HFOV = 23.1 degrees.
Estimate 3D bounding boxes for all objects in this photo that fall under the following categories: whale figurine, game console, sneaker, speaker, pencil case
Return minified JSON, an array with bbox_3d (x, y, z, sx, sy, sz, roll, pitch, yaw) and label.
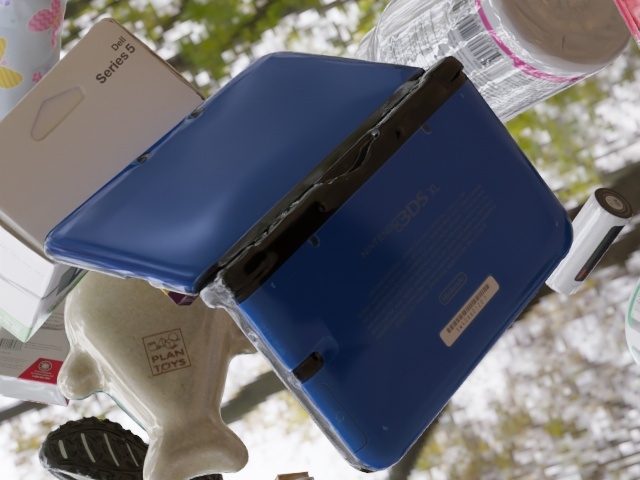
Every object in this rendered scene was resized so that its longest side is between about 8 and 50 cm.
[{"bbox_3d":[-0.155,0.129,1.571,0.141,0.216,0.272,96,155,-60],"label":"whale figurine"},{"bbox_3d":[0.000,0.000,1.132,0.250,0.173,0.293,53,-128,-10],"label":"game console"},{"bbox_3d":[-0.233,0.285,1.866,0.271,0.108,0.100,23,-148,-49],"label":"sneaker"},{"bbox_3d":[0.322,0.002,1.904,0.055,0.136,0.055,19,-144,-15],"label":"speaker"},{"bbox_3d":[-0.400,-0.242,2.093,0.124,0.113,0.273,-32,-44,-62],"label":"pencil case"}]

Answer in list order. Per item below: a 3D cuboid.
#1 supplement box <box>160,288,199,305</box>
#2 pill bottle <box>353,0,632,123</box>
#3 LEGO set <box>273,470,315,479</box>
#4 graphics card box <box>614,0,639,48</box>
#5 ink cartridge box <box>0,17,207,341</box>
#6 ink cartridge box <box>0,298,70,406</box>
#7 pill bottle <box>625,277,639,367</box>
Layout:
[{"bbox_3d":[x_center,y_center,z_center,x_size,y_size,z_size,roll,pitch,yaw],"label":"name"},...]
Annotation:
[{"bbox_3d":[-0.120,0.014,1.474,0.055,0.083,0.043,43,-172,11],"label":"supplement box"},{"bbox_3d":[0.149,-0.188,1.446,0.160,0.283,0.160,6,-105,-25],"label":"pill bottle"},{"bbox_3d":[0.030,0.376,1.620,0.287,0.132,0.107,41,170,26],"label":"LEGO set"},{"bbox_3d":[0.348,-0.188,0.865,0.233,0.371,0.094,56,-144,-21],"label":"graphics card box"},{"bbox_3d":[-0.223,-0.045,1.357,0.115,0.273,0.198,40,-112,-2],"label":"ink cartridge box"},{"bbox_3d":[-0.363,0.133,2.056,0.063,0.109,0.150,78,-156,-53],"label":"ink cartridge box"},{"bbox_3d":[0.526,0.133,1.904,0.204,0.204,0.361,61,177,-14],"label":"pill bottle"}]
